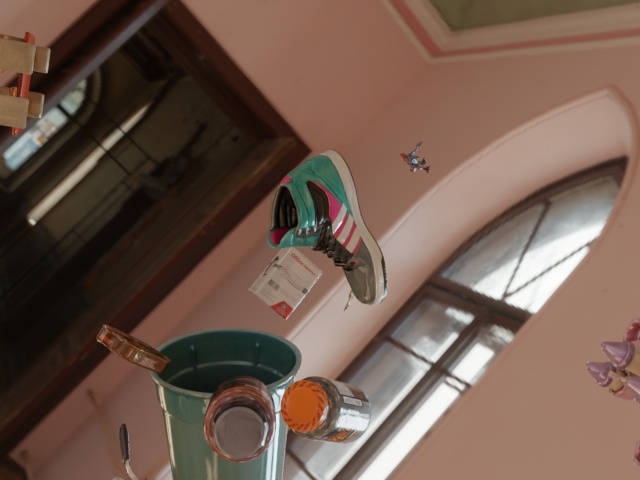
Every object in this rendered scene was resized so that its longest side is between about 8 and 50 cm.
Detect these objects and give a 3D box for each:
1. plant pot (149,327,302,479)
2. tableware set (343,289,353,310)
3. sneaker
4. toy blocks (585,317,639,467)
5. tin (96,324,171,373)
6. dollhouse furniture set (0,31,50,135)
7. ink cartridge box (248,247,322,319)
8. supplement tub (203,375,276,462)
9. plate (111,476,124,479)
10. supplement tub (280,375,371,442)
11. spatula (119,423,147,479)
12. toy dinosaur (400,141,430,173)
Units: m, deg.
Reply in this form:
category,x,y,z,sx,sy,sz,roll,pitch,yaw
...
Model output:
category,x,y,z,sx,sy,sz,roll,pitch,yaw
plant pot,-0.216,0.420,1.830,0.341,0.341,0.334,29,-59,56
tableware set,0.090,0.085,1.978,0.020,0.141,0.169,20,-48,7
sneaker,0.000,0.000,1.431,0.124,0.178,0.295,-16,-85,61
toy blocks,0.627,0.222,1.460,0.260,0.309,0.288,27,24,-5
tin,-0.384,0.226,1.649,0.106,0.040,0.189,23,-11,32
dollhouse furniture set,-0.435,-0.285,1.186,0.135,0.259,0.262,8,9,-16
ink cartridge box,-0.079,0.091,1.786,0.099,0.135,0.056,43,-11,-20
supplement tub,-0.117,0.261,1.167,0.106,0.106,0.198,44,-4,-1
plate,-0.486,0.782,1.988,0.277,0.278,0.045,38,-9,-6
supplement tub,0.009,0.320,1.508,0.117,0.117,0.190,37,4,32
spatula,-0.460,0.555,1.945,0.030,0.084,0.296,13,27,-33
toy dinosaur,0.181,-0.152,1.581,0.082,0.047,0.090,8,-33,-33
